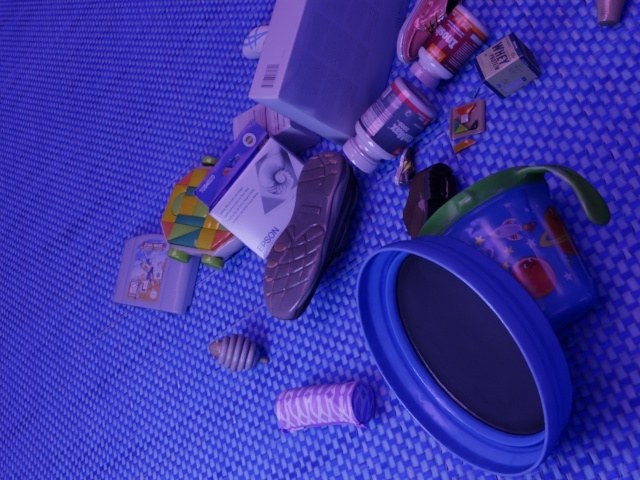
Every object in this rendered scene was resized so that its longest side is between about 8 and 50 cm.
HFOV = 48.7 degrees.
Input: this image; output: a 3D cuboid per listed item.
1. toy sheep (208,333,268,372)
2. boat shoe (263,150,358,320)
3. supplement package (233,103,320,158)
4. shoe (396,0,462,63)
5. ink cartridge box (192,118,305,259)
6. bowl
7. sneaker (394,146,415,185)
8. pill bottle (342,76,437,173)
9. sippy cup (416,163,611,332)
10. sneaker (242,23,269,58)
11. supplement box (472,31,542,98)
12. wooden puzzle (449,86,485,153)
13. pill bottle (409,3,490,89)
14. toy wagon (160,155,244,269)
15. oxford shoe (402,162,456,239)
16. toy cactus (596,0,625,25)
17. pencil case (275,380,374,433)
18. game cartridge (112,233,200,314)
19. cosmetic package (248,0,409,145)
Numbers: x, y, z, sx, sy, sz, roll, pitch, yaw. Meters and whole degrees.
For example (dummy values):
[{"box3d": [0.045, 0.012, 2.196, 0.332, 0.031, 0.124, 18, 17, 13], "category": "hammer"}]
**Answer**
[{"box3d": [-0.176, 0.243, 1.530, 0.091, 0.132, 0.091, -169, 90, -85], "category": "toy sheep"}, {"box3d": [0.000, 0.000, 1.433, 0.132, 0.130, 0.355, 16, 81, 40], "category": "boat shoe"}, {"box3d": [-0.101, -0.253, 1.618, 0.179, 0.105, 0.105, -21, 63, 35], "category": "supplement package"}, {"box3d": [0.220, -0.435, 1.417, 0.081, 0.063, 0.178, 24, 89, 48], "category": "shoe"}, {"box3d": [-0.136, -0.111, 1.542, 0.224, 0.045, 0.223, 40, 101, 0], "category": "ink cartridge box"}, {"box3d": [0.208, 0.169, 1.077, 0.391, 0.077, 0.391, 41, 146, 35], "category": "bowl"}, {"box3d": [0.173, -0.143, 1.395, 0.035, 0.031, 0.083, 15, 81, 19], "category": "sneaker"}, {"box3d": [0.132, -0.222, 1.398, 0.180, 0.108, 0.108, -46, 51, 22], "category": "pill bottle"}, {"box3d": [0.301, 0.041, 1.100, 0.240, 0.305, 0.224, -24, 66, -9], "category": "sippy cup"}, {"box3d": [-0.106, -0.481, 1.713, 0.237, 0.085, 0.086, -11, 77, 42], "category": "sneaker"}, {"box3d": [0.333, -0.310, 1.263, 0.083, 0.083, 0.056, -31, 59, 29], "category": "supplement box"}, {"box3d": [0.276, -0.228, 1.336, 0.078, 0.014, 0.116, -17, 66, 37], "category": "wooden puzzle"}, {"box3d": [0.245, -0.367, 1.359, 0.152, 0.086, 0.086, -48, 50, 20], "category": "pill bottle"}, {"box3d": [-0.230, -0.068, 1.673, 0.344, 0.068, 0.267, 8, 74, 37], "category": "toy wagon"}, {"box3d": [0.196, -0.023, 1.311, 0.096, 0.082, 0.227, -12, 67, 59], "category": "oxford shoe"}, {"box3d": [0.487, -0.453, 1.172, 0.219, 0.112, 0.181, 6, 90, 34], "category": "toy cactus"}, {"box3d": [0.005, 0.320, 1.352, 0.206, 0.086, 0.088, -18, 50, 37], "category": "pencil case"}, {"box3d": [-0.430, 0.082, 1.843, 0.297, 0.062, 0.198, 2, 82, 42], "category": "game cartridge"}, {"box3d": [0.032, -0.411, 1.428, 0.097, 0.284, 0.377, 13, 85, 45], "category": "cosmetic package"}]
